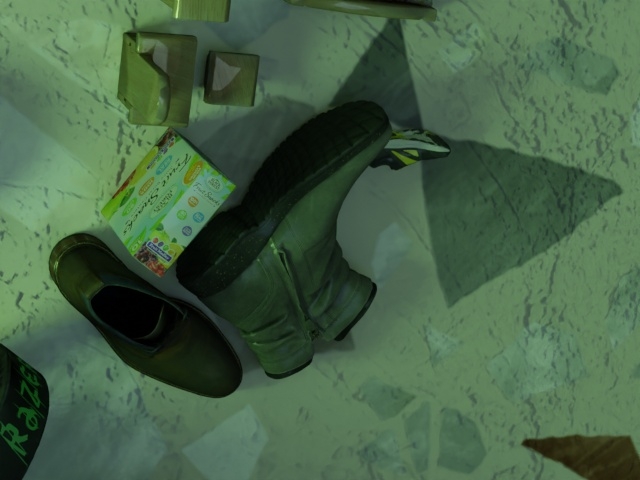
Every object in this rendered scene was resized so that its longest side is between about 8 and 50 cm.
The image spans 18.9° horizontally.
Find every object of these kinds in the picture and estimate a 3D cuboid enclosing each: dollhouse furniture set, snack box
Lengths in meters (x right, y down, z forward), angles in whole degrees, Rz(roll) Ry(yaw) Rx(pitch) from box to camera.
[{"bbox_3d":[0.030,-0.228,1.622,0.355,0.174,0.303,3,106,-19],"label":"dollhouse furniture set"},{"bbox_3d":[-0.132,-0.035,1.644,0.037,0.141,0.100,37,93,-24],"label":"snack box"}]

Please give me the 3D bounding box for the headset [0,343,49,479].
[{"bbox_3d":[-0.395,0.223,1.594,0.394,0.243,0.185,-41,115,19],"label":"headset"}]

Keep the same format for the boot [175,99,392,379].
[{"bbox_3d":[0.000,0.000,1.745,0.246,0.083,0.161,-44,122,4],"label":"boot"}]

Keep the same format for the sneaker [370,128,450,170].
[{"bbox_3d":[0.078,-0.082,1.766,0.083,0.031,0.035,5,119,-16],"label":"sneaker"}]

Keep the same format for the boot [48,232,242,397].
[{"bbox_3d":[-0.145,0.086,1.696,0.219,0.106,0.082,38,92,-25],"label":"boot"}]
